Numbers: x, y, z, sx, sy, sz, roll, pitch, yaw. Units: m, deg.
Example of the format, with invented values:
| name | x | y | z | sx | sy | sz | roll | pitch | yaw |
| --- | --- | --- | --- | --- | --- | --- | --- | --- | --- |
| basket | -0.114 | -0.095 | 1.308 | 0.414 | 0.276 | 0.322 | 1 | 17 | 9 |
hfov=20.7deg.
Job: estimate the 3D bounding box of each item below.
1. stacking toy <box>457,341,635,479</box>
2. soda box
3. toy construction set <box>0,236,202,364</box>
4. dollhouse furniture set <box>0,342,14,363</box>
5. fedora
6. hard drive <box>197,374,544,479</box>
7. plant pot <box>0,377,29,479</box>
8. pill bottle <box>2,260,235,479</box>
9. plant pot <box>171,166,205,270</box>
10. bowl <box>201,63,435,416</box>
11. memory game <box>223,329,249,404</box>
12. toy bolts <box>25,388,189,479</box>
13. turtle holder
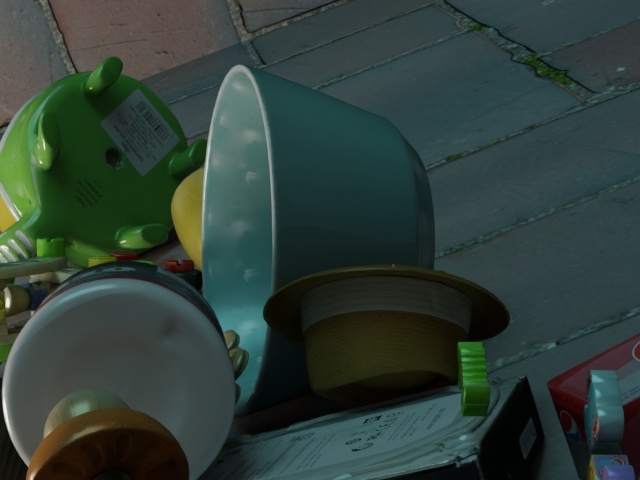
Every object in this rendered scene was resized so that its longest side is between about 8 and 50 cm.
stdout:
| name | x | y | z | sx | sy | sz | roll | pitch | yaw |
| --- | --- | --- | --- | --- | --- | --- | --- | --- | --- |
| stacking toy | 0.177 | 0.132 | 1.073 | 0.167 | 0.052 | 0.221 | -1 | 41 | -3 |
| soda box | 0.298 | 0.088 | 1.231 | 0.263 | 0.083 | 0.092 | -26 | 17 | -17 |
| toy construction set | -0.242 | 0.077 | 1.712 | 0.215 | 0.151 | 0.328 | -4 | 21 | -39 |
| dollhouse furniture set | -0.249 | 0.167 | 1.522 | 0.076 | 0.058 | 0.151 | -11 | 63 | 22 |
| fedora | 0.050 | 0.083 | 1.359 | 0.194 | 0.194 | 0.079 | -11 | 62 | 29 |
| hard drive | -0.021 | 0.183 | 1.262 | 0.339 | 0.064 | 0.237 | -16 | 5 | 17 |
| plant pot | -0.275 | 0.212 | 1.382 | 0.110 | 0.237 | 0.237 | 20 | 10 | -14 |
| pill bottle | -0.149 | 0.098 | 1.327 | 0.161 | 0.161 | 0.283 | -22 | 5 | -4 |
| plant pot | -0.099 | -0.006 | 1.952 | 0.134 | 0.134 | 0.095 | -17 | 41 | 10 |
| bowl | 0.000 | 0.000 | 1.563 | 0.163 | 0.311 | 0.311 | 0 | 12 | -14 |
| memory game | -0.127 | 0.152 | 1.497 | 0.186 | 0.012 | 0.186 | -40 | 25 | 24 |
| toy bolts | -0.131 | 0.223 | 1.124 | 0.228 | 0.218 | 0.158 | -48 | 37 | 14 |
| turtle holder | -0.307 | -0.051 | 2.200 | 0.227 | 0.243 | 0.320 | -24 | 49 | 47 |
